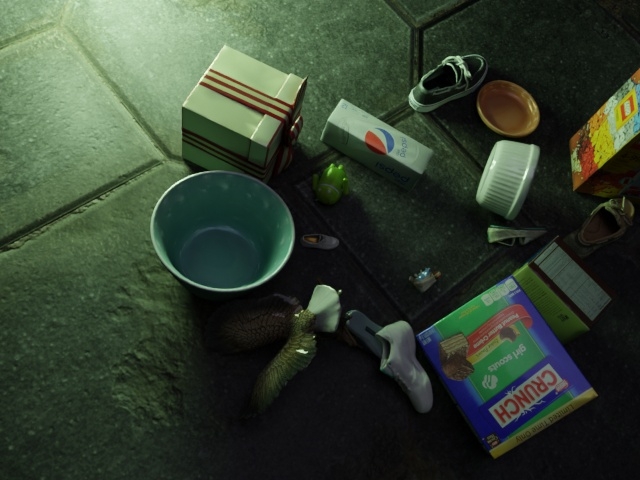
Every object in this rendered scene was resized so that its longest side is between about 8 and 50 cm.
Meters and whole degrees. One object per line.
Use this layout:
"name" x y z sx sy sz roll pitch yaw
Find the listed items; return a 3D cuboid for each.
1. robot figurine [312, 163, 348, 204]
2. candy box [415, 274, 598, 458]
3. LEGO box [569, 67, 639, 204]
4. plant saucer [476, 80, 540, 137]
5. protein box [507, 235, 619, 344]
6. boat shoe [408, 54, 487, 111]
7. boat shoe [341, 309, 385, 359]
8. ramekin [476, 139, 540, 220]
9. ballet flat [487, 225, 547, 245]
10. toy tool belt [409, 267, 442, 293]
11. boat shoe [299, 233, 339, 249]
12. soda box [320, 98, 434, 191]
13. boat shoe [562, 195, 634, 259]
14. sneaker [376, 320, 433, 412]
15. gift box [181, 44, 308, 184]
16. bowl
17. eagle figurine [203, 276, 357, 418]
"robot figurine" 0.028 -0.141 1.716 0.101 0.067 0.115 12 58 23
"candy box" 0.409 0.286 1.520 0.268 0.122 0.317 -33 75 1
"LEGO box" 1.015 -0.255 1.853 0.499 0.372 0.193 11 63 -9
"plant saucer" 0.551 -0.384 1.989 0.199 0.037 0.200 5 64 -11
"protein box" 0.567 0.136 1.641 0.136 0.200 0.201 -37 78 -26
"boat shoe" 0.387 -0.483 1.956 0.306 0.105 0.113 -27 74 -24
"boat shoe" 0.104 0.224 1.563 0.183 0.083 0.065 43 59 -22
"ramekin" 0.490 -0.166 1.776 0.108 0.207 0.207 19 61 7
"ballet flat" 0.524 -0.011 1.798 0.168 0.057 0.053 2 92 -9
"toy tool belt" 0.261 0.090 1.672 0.083 0.052 0.051 -38 87 -28
"boat shoe" 0.000 0.000 1.658 0.100 0.035 0.035 5 63 -12
"soda box" 0.149 -0.253 1.786 0.286 0.098 0.091 31 61 1
"boat shoe" 0.785 -0.041 1.848 0.285 0.089 0.105 -35 76 -27
"sneaker" 0.181 0.295 1.516 0.094 0.080 0.212 -15 81 -30
"gift box" -0.166 -0.304 1.643 0.258 0.255 0.276 27 67 2
"bowl" -0.224 0.013 1.514 0.311 0.163 0.312 6 58 -11
"eagle figurine" -0.078 0.220 1.436 0.298 0.226 0.225 -19 106 -18
